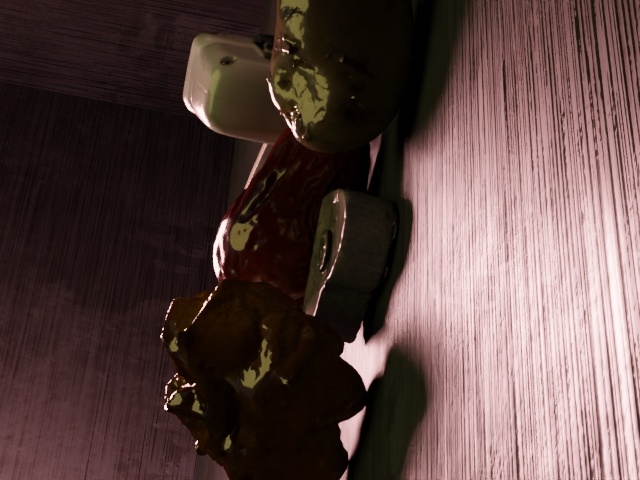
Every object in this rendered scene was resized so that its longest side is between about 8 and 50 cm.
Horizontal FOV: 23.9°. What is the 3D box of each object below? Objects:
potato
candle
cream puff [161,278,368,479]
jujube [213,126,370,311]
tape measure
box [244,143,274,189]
[{"bbox_3d":[0.027,-0.227,1.684,0.165,0.165,0.262,-174,91,-83],"label":"potato"},{"bbox_3d":[0.033,0.012,1.707,0.168,0.068,0.192,-88,14,-48],"label":"candle"},{"bbox_3d":[-0.069,0.156,1.663,0.155,0.269,0.241,-32,-24,-51],"label":"cream puff"},{"bbox_3d":[-0.029,-0.029,1.850,0.190,0.190,0.255,-117,44,-78],"label":"jujube"},{"bbox_3d":[-0.048,-0.204,2.000,0.246,0.243,0.125,-131,49,-67],"label":"tape measure"},{"bbox_3d":[-0.047,-0.165,2.329,0.175,0.062,0.260,-77,11,-65],"label":"box"}]
